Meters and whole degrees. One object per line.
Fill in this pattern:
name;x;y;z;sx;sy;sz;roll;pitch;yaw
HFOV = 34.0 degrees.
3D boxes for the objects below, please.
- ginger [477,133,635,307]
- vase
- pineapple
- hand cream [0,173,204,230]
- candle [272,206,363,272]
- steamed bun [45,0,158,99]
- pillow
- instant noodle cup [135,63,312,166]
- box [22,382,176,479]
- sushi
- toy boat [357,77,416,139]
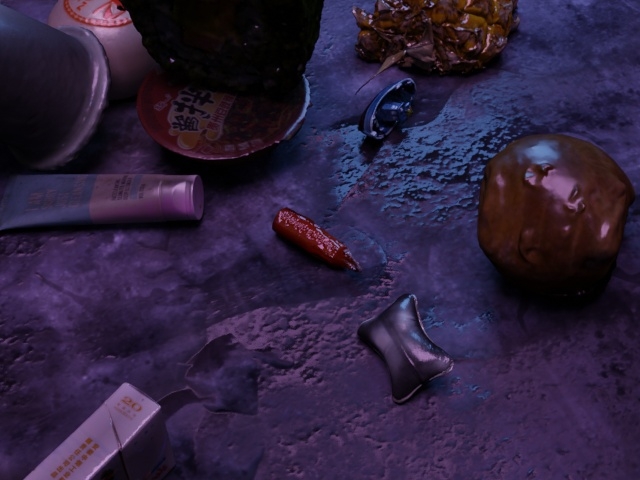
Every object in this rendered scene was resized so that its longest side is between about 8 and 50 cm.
ginger;0.322;-0.054;1.436;0.200;0.223;0.269;14;56;18
vase;-0.489;-0.247;1.529;0.245;0.291;0.245;-8;75;32
pineapple;0.203;-0.368;1.726;0.335;0.161;0.158;-10;54;-8
hand cream;-0.334;-0.065;1.569;0.312;0.070;0.111;-1;54;7
candle;0.000;0.000;1.511;0.162;0.048;0.053;32;43;25
steamed bun;-0.349;-0.353;1.744;0.232;0.145;0.231;-1;52;2
pillow;0.110;0.140;1.390;0.091;0.055;0.135;-19;52;-10
instant noodle cup;-0.148;-0.198;1.647;0.274;0.090;0.274;-1;52;1
box;-0.277;0.294;1.227;0.067;0.149;0.233;33;60;22
sushi;-0.145;-0.385;1.518;0.294;0.352;0.178;8;55;8
toy boat;0.112;-0.206;1.660;0.061;0.060;0.137;14;47;40
